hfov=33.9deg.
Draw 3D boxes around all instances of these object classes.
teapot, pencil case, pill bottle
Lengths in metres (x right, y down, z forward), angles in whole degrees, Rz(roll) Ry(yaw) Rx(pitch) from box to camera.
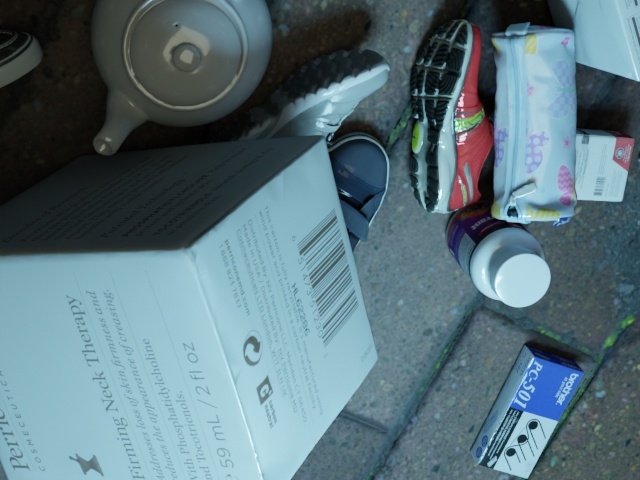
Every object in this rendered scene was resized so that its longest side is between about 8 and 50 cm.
[{"bbox_3d":[-0.168,-0.253,1.321,0.253,0.187,0.256,-5,111,-9],"label":"teapot"},{"bbox_3d":[0.289,-0.158,1.438,0.124,0.113,0.273,-8,101,-38],"label":"pencil case"},{"bbox_3d":[0.255,0.021,1.499,0.108,0.193,0.108,-4,111,-10],"label":"pill bottle"}]

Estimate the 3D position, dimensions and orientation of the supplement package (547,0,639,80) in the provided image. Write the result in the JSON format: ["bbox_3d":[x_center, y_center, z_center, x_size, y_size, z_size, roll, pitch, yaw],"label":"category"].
[{"bbox_3d":[0.388,-0.369,1.365,0.145,0.204,0.261,-26,113,-6],"label":"supplement package"}]

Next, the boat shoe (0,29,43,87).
[{"bbox_3d":[-0.508,-0.235,1.306,0.306,0.113,0.105,-7,127,2],"label":"boat shoe"}]

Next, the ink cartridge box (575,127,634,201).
[{"bbox_3d":[0.380,-0.114,1.545,0.135,0.056,0.099,3,109,-12],"label":"ink cartridge box"}]

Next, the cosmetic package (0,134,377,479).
[{"bbox_3d":[-0.192,0.087,1.286,0.394,0.327,0.329,-3,115,29],"label":"cosmetic package"}]

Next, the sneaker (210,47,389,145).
[{"bbox_3d":[-0.020,-0.160,1.442,0.281,0.105,0.115,-31,121,14],"label":"sneaker"}]

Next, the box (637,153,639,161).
[{"bbox_3d":[0.624,-0.126,1.548,0.257,0.128,0.122,13,108,-14],"label":"box"}]

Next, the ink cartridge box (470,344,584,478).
[{"bbox_3d":[0.331,0.277,1.692,0.097,0.046,0.207,18,106,-17],"label":"ink cartridge box"}]

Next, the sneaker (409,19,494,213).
[{"bbox_3d":[0.196,-0.175,1.482,0.118,0.107,0.279,-8,116,-27],"label":"sneaker"}]

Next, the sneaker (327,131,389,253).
[{"bbox_3d":[0.000,0.000,1.484,0.126,0.127,0.321,30,101,-18],"label":"sneaker"}]
